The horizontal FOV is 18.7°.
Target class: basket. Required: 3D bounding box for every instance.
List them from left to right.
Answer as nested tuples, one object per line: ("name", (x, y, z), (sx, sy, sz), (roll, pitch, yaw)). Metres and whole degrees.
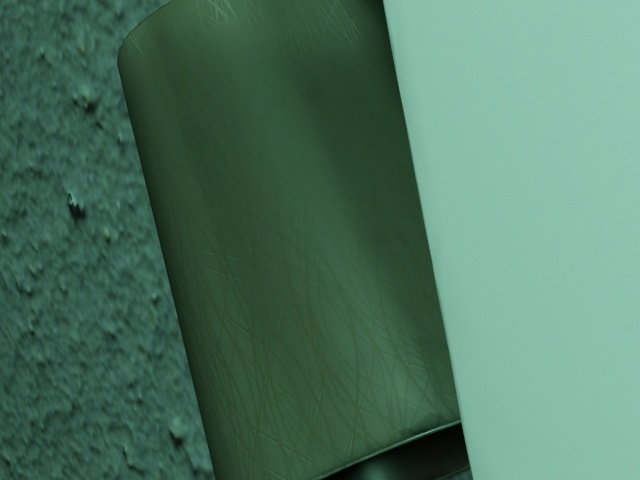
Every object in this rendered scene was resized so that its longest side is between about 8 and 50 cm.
("basket", (0.000, 0.000, 0.886), (0.204, 0.154, 0.227), (-39, 66, 52))

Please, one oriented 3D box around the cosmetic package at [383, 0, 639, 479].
("cosmetic package", (0.138, -0.143, 0.533), (0.161, 0.230, 0.453), (7, 111, 56))
